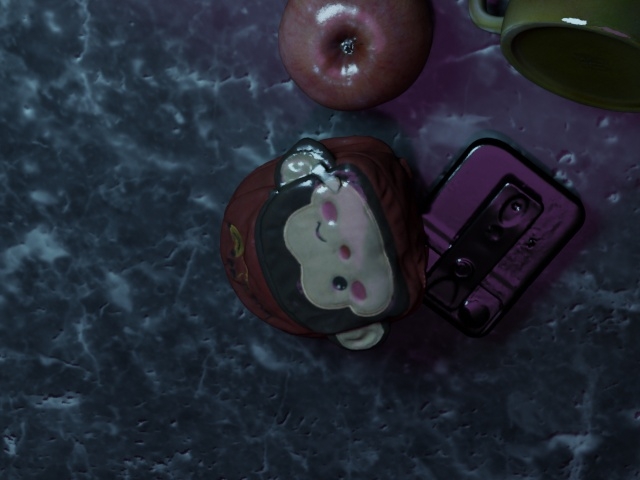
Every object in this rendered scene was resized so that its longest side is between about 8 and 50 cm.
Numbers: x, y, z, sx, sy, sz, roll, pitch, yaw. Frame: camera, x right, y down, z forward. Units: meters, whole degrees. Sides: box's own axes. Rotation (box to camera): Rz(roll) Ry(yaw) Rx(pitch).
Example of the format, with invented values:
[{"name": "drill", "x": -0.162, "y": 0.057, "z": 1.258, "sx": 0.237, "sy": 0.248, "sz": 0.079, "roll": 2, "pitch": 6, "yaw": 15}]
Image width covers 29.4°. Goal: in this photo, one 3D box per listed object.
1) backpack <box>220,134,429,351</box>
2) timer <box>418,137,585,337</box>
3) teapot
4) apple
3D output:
[{"name": "backpack", "x": -0.001, "y": 0.001, "z": 1.249, "sx": 0.229, "sy": 0.139, "sz": 0.229, "roll": 7, "pitch": 109, "yaw": 21}, {"name": "timer", "x": 0.169, "y": -0.002, "z": 1.276, "sx": 0.144, "sy": 0.055, "sz": 0.187, "roll": 37, "pitch": 107, "yaw": -5}, {"name": "teapot", "x": 0.266, "y": -0.236, "z": 1.144, "sx": 0.267, "sy": 0.185, "sz": 0.175, "roll": 14, "pitch": 74, "yaw": 31}, {"name": "apple", "x": 0.033, "y": -0.200, "z": 1.197, "sx": 0.153, "sy": 0.120, "sz": 0.154, "roll": 2, "pitch": 108, "yaw": 6}]
